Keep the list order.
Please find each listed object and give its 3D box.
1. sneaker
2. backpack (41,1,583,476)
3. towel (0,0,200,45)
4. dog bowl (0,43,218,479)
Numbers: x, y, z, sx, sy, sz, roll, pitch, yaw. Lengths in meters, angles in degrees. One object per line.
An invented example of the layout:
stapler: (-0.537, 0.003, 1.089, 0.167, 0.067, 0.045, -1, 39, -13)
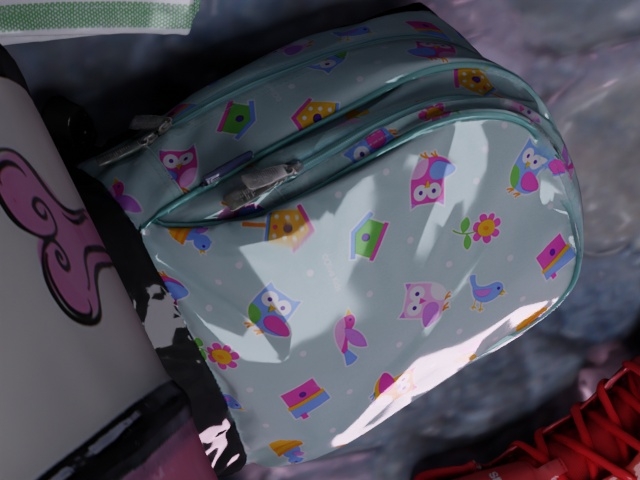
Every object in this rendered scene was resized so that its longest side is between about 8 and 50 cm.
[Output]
sneaker: (0.125, 0.104, 0.822, 0.128, 0.087, 0.221, 7, 121, -35)
backpack: (0.000, 0.000, 0.642, 0.182, 0.115, 0.152, -29, 133, -9)
towel: (-0.073, -0.127, 0.548, 0.113, 0.023, 0.152, -10, 131, -33)
dog bowl: (-0.192, 0.134, 0.453, 0.408, 0.150, 0.408, -41, 178, -2)
